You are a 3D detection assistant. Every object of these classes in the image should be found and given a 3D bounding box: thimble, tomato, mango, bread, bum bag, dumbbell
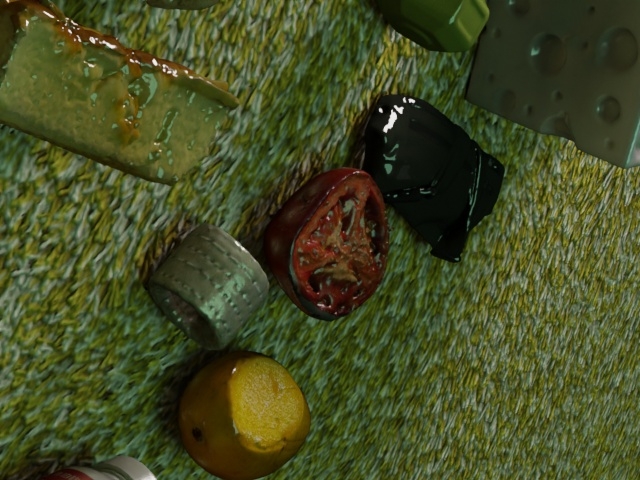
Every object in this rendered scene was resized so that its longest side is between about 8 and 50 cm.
[{"bbox_3d":[-0.111,0.046,1.712,0.090,0.102,0.115,-50,173,-19],"label":"thimble"},{"bbox_3d":[-0.002,0.008,1.845,0.166,0.082,0.174,-50,140,-30],"label":"tomato"},{"bbox_3d":[-0.081,0.194,1.858,0.217,0.102,0.141,19,73,-59],"label":"mango"},{"bbox_3d":[-0.219,-0.135,1.374,0.275,0.185,0.114,19,91,-56],"label":"bread"},{"bbox_3d":[0.135,-0.067,1.982,0.326,0.080,0.142,32,83,-55],"label":"bum bag"},{"bbox_3d":[0.177,-0.345,1.822,0.302,0.108,0.121,-58,146,-7],"label":"dumbbell"}]

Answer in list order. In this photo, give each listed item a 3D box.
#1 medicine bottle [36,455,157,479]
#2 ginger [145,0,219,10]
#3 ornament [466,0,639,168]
[{"bbox_3d":[-0.270,0.302,1.644,0.250,0.131,0.131,-21,128,-44],"label":"medicine bottle"},{"bbox_3d":[-0.116,-0.310,1.488,0.137,0.074,0.213,-40,145,-45],"label":"ginger"},{"bbox_3d":[0.356,-0.247,2.009,0.240,0.239,0.239,-14,123,-48],"label":"ornament"}]
